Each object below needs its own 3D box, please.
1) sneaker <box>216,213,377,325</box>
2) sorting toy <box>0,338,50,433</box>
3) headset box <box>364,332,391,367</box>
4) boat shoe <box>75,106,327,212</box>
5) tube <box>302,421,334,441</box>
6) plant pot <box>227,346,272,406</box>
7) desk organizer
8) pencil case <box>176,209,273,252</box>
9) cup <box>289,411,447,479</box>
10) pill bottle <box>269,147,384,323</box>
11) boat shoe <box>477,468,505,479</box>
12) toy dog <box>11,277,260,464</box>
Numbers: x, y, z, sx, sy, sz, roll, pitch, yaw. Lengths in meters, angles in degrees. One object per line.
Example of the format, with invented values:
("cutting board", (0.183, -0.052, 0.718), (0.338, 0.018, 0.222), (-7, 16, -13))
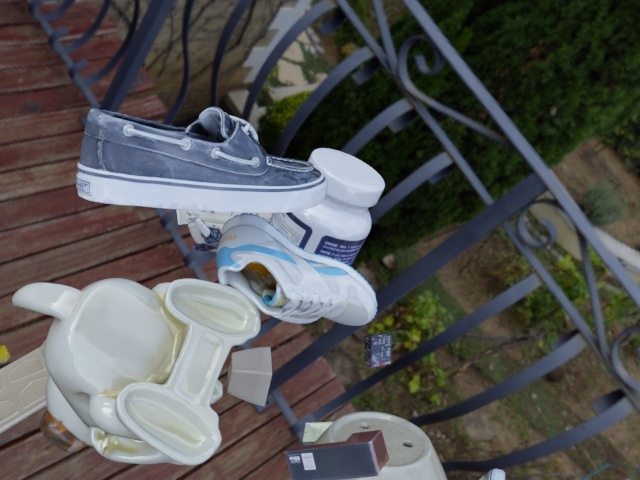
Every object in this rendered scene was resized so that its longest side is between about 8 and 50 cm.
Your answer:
("sneaker", (-0.030, 0.060, 0.824), (0.229, 0.087, 0.092), (28, 41, -19))
("sorting toy", (-0.664, 0.307, 1.399), (0.229, 0.307, 0.041), (-35, 125, -23))
("headset box", (0.141, 0.273, 1.612), (0.062, 0.032, 0.083), (-4, 99, -29))
("boat shoe", (-0.108, -0.091, 0.707), (0.301, 0.102, 0.108), (0, 17, -38))
("tube", (0.066, 0.605, 2.089), (0.240, 0.062, 0.069), (0, 84, -11))
("plant pot", (-0.179, 0.334, 1.631), (0.096, 0.108, 0.109), (8, 27, -12))
("desk organizer", (0.023, 0.294, 0.894), (0.050, 0.130, 0.047), (-15, 90, -65))
("pencil case", (-0.111, -0.038, 1.374), (0.184, 0.411, 0.159), (-19, 107, -45))
("cup", (0.085, 0.430, 1.091), (0.332, 0.236, 0.331), (6, 14, -2))
("pill bottle", (-0.010, -0.007, 1.065), (0.153, 0.264, 0.153), (22, 28, -12))
("boat shoe", (0.378, 0.605, 1.524), (0.302, 0.094, 0.109), (2, 89, -71))
("toy dog", (-0.349, 0.244, 1.118), (0.396, 0.408, 0.284), (20, 57, -20))
